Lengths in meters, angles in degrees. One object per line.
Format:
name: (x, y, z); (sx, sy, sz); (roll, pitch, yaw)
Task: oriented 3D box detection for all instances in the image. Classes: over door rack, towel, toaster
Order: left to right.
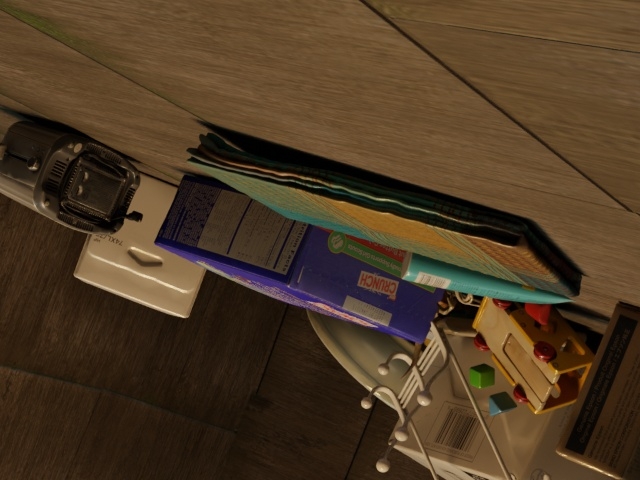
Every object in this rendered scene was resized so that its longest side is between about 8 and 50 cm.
toaster: (-0.374, -0.092, 1.946); (0.146, 0.129, 0.227); (22, 179, 35)
towel: (0.074, -0.025, 1.393); (0.370, 0.040, 0.271); (16, 175, 25)
over door rack: (0.178, 0.302, 1.941); (0.324, 0.108, 0.239); (55, 150, 23)

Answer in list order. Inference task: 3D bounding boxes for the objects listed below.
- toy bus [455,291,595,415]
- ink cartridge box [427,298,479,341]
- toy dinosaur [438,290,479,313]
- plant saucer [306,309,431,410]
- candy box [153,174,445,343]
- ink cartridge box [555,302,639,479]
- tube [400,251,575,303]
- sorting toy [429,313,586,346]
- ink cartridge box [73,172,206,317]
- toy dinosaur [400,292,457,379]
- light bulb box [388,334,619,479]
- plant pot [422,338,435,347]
toy bus: (0.290, 0.134, 1.801); (0.104, 0.202, 0.191); (-12, -176, -29)
ink cartridge box: (0.160, 0.113, 2.336); (0.324, 0.071, 0.330); (22, 171, -19)
toy dinosaur: (0.180, 0.091, 2.044); (0.112, 0.064, 0.211); (13, 172, 47)
plant saucer: (0.155, 0.207, 2.683); (0.400, 0.100, 0.400); (36, -163, -13)
candy box: (-0.028, 0.024, 1.831); (0.268, 0.122, 0.317); (26, 173, -41)
ink cartridge box: (0.377, 0.194, 1.614); (0.088, 0.193, 0.235); (21, 175, 23)
tube: (0.204, 0.049, 1.626); (0.207, 0.052, 0.080); (16, 180, -7)
sorting toy: (0.236, 0.128, 2.042); (0.307, 0.041, 0.229); (7, 176, -3)
ink cartridge box: (-0.288, 0.007, 2.233); (0.198, 0.197, 0.270); (22, 175, -8)
toy dinosaur: (0.145, 0.102, 1.876); (0.053, 0.183, 0.092); (10, 155, -36)
light bulb box: (0.375, 0.342, 2.157); (0.361, 0.225, 0.358); (35, 165, -27)
plant pot: (0.242, 0.178, 2.604); (0.081, 0.083, 0.081); (26, 173, -41)
